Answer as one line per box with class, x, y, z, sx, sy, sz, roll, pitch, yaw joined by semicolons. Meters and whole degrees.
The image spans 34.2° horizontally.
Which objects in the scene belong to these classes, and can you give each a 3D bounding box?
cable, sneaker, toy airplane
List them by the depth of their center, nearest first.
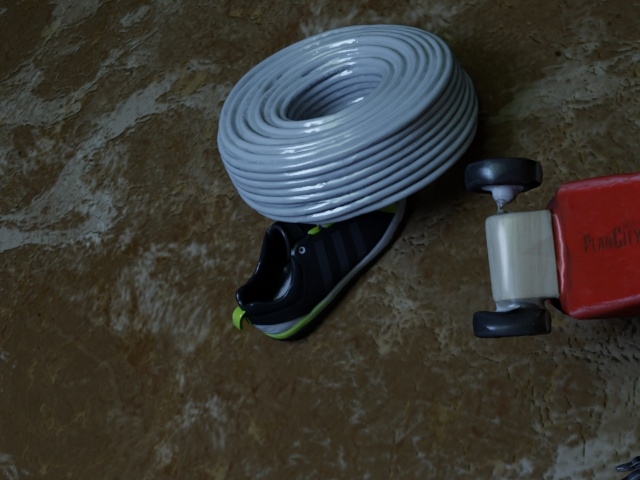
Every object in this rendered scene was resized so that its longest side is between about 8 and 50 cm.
toy airplane;0.294;-0.009;0.695;0.384;0.273;0.386;-112;29;-48
cable;0.024;-0.122;1.024;0.257;0.089;0.257;-11;36;20
sneaker;0.000;0.000;1.028;0.084;0.097;0.234;33;89;41

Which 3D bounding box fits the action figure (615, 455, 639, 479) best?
action figure;0.213;0.266;0.631;0.141;0.275;0.164;-9;25;14
